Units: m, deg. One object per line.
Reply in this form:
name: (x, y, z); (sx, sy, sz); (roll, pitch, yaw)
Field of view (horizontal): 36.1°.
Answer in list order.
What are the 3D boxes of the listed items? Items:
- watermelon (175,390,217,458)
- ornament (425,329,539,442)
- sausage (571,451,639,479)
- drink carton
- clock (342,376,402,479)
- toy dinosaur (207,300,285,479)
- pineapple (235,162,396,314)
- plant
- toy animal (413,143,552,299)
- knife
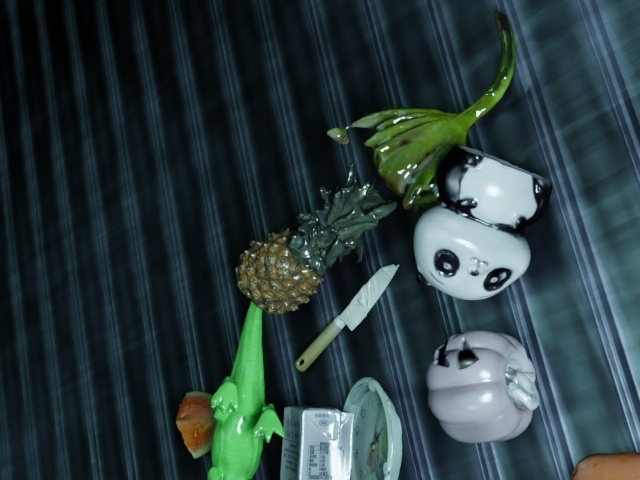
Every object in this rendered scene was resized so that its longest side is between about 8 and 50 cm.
watermelon: (-0.262, 0.366, 2.017); (0.135, 0.094, 0.125); (53, 126, 40)
ornament: (0.254, 0.223, 1.500); (0.177, 0.177, 0.178); (-8, 77, 42)
sausage: (0.459, 0.345, 1.331); (0.259, 0.113, 0.114); (-11, 76, 41)
drink carton: (-0.010, 0.405, 1.729); (0.134, 0.101, 0.222); (155, 118, -74)
clock: (0.092, 0.354, 1.681); (0.236, 0.053, 0.237); (-173, 90, -71)
toy dinosaur: (-0.148, 0.339, 1.944); (0.374, 0.143, 0.500); (106, 174, -48)
pineapple: (0.002, 0.003, 1.782); (0.364, 0.165, 0.166); (-37, 60, 34)
plant: (0.208, -0.197, 1.622); (0.333, 0.180, 0.251); (-42, 67, 26)
toy animal: (0.247, -0.021, 1.543); (0.165, 0.187, 0.235); (-124, 54, -82)
knife: (0.051, 0.145, 1.810); (0.298, 0.017, 0.047); (-50, 55, 21)
